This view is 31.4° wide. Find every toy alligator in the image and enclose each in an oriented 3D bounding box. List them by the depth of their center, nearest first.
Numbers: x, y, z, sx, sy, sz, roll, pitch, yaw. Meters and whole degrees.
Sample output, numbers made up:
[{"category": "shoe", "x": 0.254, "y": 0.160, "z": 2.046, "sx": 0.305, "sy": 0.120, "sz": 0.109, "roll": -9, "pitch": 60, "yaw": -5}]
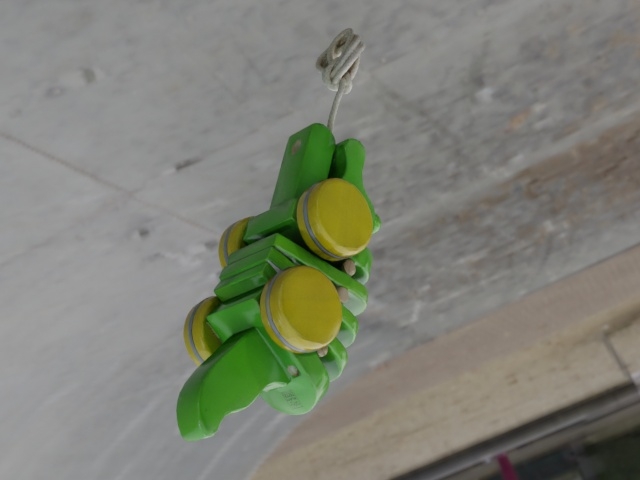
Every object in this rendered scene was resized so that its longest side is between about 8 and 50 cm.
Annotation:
[{"category": "toy alligator", "x": 0.000, "y": 0.000, "z": 0.423, "sx": 0.051, "sy": 0.189, "sz": 0.056, "roll": 40, "pitch": 140, "yaw": -25}]
